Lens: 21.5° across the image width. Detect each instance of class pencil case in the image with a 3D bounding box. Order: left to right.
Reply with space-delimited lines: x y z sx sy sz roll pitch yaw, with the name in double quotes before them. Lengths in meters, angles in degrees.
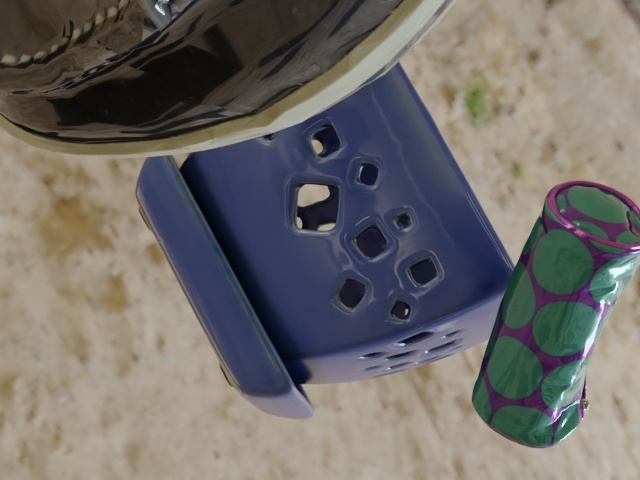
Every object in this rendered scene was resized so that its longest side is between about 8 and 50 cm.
"pencil case" 0.140 0.043 0.970 0.070 0.152 0.064 12 32 -7

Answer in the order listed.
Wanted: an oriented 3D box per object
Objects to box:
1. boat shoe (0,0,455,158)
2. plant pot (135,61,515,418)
"boat shoe" -0.010 -0.141 0.306 0.156 0.500 0.187 -9 81 -30
"plant pot" 0.000 0.000 1.249 0.236 0.212 0.236 62 -1 11
